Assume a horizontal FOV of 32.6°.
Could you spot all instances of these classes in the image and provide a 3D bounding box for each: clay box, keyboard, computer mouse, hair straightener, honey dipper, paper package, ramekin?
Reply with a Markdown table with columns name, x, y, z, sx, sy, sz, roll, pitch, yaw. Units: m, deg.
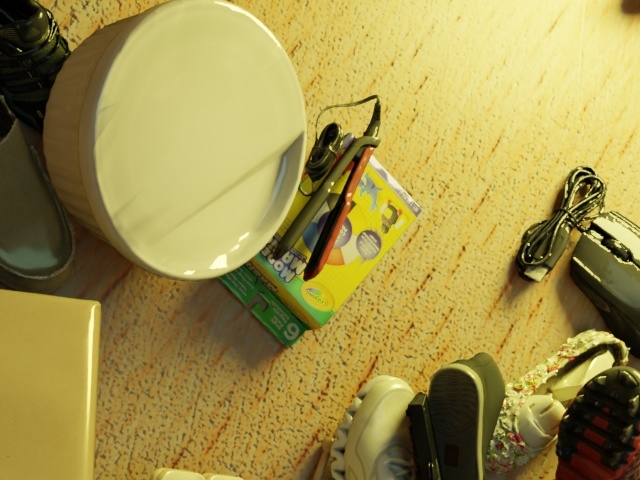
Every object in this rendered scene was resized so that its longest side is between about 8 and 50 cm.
| name | x | y | z | sx | sy | sz | roll | pitch | yaw |
| --- | --- | --- | --- | --- | --- | --- | --- | --- | --- |
| clay box | 0.000 | 0.000 | 1.228 | 0.127 | 0.053 | 0.222 | 46 | 66 | -11 |
| keyboard | 0.117 | 0.258 | 1.158 | 0.023 | 0.108 | 0.180 | -11 | 91 | 9 |
| computer mouse | 0.388 | 0.049 | 1.392 | 0.272 | 0.072 | 0.188 | 44 | 66 | -13 |
| hair straightener | 0.004 | -0.073 | 1.187 | 0.089 | 0.047 | 0.230 | 32 | 69 | -13 |
| honey dipper | -0.016 | 0.289 | 1.193 | 0.030 | 0.030 | 0.161 | 27 | 69 | -19 |
| paper package | -0.351 | 0.200 | 0.913 | 0.309 | 0.168 | 0.325 | 10 | 56 | -21 |
| ramekin | -0.150 | -0.102 | 1.089 | 0.272 | 0.127 | 0.273 | -11 | 106 | -44 |

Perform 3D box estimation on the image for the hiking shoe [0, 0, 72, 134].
| name | x | y | z | sx | sy | sz | roll | pitch | yaw |
| --- | --- | --- | --- | --- | --- | --- | --- | --- | --- |
| hiking shoe | -0.288 | -0.180 | 1.086 | 0.227 | 0.114 | 0.086 | 38 | 69 | -16 |

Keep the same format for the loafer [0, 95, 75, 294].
| name | x | y | z | sx | sy | sz | roll | pitch | yaw |
| --- | --- | --- | --- | --- | --- | --- | --- | --- | --- |
| loafer | -0.324 | -0.068 | 1.064 | 0.102 | 0.092 | 0.269 | -33 | 97 | -25 |

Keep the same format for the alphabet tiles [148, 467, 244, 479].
| name | x | y | z | sx | sy | sz | roll | pitch | yaw |
| --- | --- | --- | --- | --- | --- | --- | --- | --- | --- |
| alphabet tiles | -0.137 | 0.365 | 1.047 | 0.278 | 0.021 | 0.284 | 26 | 69 | -55 |

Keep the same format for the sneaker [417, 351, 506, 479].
| name | x | y | z | sx | sy | sz | roll | pitch | yaw |
| --- | --- | --- | --- | --- | --- | --- | --- | --- | --- |
| sneaker | 0.169 | 0.242 | 1.258 | 0.118 | 0.083 | 0.222 | -11 | 111 | -61 |

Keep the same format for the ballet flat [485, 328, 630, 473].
| name | x | y | z | sx | sy | sz | roll | pitch | yaw |
| --- | --- | --- | --- | --- | --- | --- | --- | --- | --- |
| ballet flat | 0.284 | 0.187 | 1.321 | 0.241 | 0.077 | 0.091 | -42 | 100 | -23 |

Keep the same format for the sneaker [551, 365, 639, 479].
| name | x | y | z | sx | sy | sz | roll | pitch | yaw |
| --- | --- | --- | --- | --- | --- | --- | --- | --- | --- |
| sneaker | 0.337 | 0.260 | 1.281 | 0.135 | 0.097 | 0.276 | -11 | 122 | -38 |

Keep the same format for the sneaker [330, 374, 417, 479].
| name | x | y | z | sx | sy | sz | roll | pitch | yaw |
| --- | --- | --- | --- | --- | --- | --- | --- | --- | --- |
| sneaker | 0.069 | 0.292 | 1.175 | 0.110 | 0.118 | 0.292 | 20 | 75 | -35 |
